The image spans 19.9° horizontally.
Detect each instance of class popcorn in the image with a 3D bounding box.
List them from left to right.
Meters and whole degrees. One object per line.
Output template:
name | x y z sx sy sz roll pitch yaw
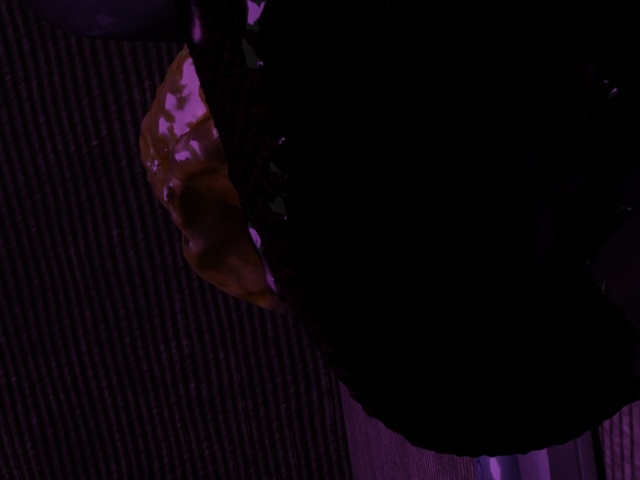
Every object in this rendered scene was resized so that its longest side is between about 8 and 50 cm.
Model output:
popcorn | 0.005 -0.071 0.964 0.173 0.225 0.286 40 176 -6

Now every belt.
belt | 0.047 -0.075 0.512 0.289 0.184 0.164 83 165 -49

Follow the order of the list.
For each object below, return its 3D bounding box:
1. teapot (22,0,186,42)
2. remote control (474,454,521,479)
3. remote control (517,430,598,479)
teapot | 0.005 -0.150 0.674 0.171 0.225 0.203 45 111 43
remote control | 0.130 0.205 1.188 0.087 0.047 0.244 -110 8 -52
remote control | 0.145 0.203 1.033 0.103 0.034 0.250 -118 19 -79
